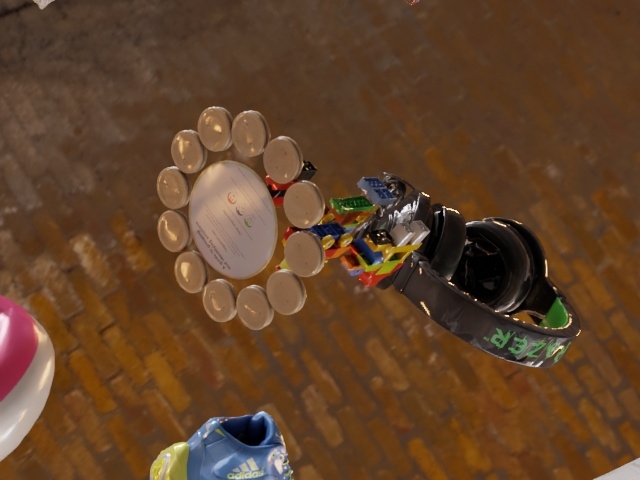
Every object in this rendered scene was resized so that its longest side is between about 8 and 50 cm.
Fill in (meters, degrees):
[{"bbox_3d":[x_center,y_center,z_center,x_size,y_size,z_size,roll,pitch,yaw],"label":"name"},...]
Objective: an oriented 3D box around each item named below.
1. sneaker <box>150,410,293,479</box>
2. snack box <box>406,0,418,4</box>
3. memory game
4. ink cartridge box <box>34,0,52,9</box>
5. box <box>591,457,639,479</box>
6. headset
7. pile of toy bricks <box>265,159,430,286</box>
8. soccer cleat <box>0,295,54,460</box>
[{"bbox_3d":[-0.056,0.257,1.192,0.240,0.126,0.091,31,-164,-38],"label":"sneaker"},{"bbox_3d":[0.032,-0.276,0.925,0.178,0.064,0.022,44,-149,6],"label":"snack box"},{"bbox_3d":[-0.068,-0.017,0.931,0.012,0.186,0.186,-15,-106,-51],"label":"memory game"},{"bbox_3d":[-0.144,-0.307,0.641,0.129,0.307,0.223,-36,-86,-27],"label":"ink cartridge box"},{"bbox_3d":[0.297,0.240,0.804,0.119,0.182,0.181,-28,-93,0],"label":"box"},{"bbox_3d":[0.154,0.042,1.426,0.243,0.185,0.394,15,-155,-32],"label":"headset"},{"bbox_3d":[0.000,0.000,1.092,0.118,0.105,0.212,50,-154,20],"label":"pile of toy bricks"},{"bbox_3d":[-0.237,0.111,0.571,0.143,0.331,0.116,58,-145,-29],"label":"soccer cleat"}]
